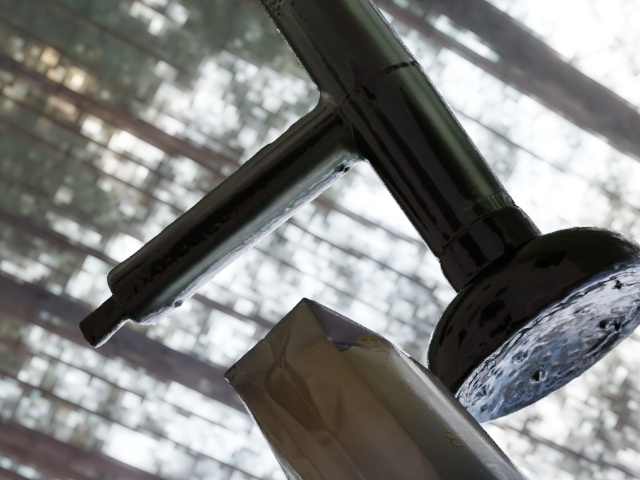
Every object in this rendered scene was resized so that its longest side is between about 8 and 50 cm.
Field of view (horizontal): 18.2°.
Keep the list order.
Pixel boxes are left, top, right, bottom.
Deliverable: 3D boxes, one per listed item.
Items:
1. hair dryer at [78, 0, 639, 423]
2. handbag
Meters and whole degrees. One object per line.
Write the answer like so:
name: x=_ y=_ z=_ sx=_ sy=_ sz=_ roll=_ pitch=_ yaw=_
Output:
hair dryer: x=0.016 y=0.013 z=1.268 sx=0.320 sy=0.155 sz=0.284 roll=47 pitch=-65 yaw=27
handbag: x=0.038 y=0.113 z=0.868 sx=0.095 sy=0.117 sz=0.173 roll=-48 pitch=-132 yaw=9
